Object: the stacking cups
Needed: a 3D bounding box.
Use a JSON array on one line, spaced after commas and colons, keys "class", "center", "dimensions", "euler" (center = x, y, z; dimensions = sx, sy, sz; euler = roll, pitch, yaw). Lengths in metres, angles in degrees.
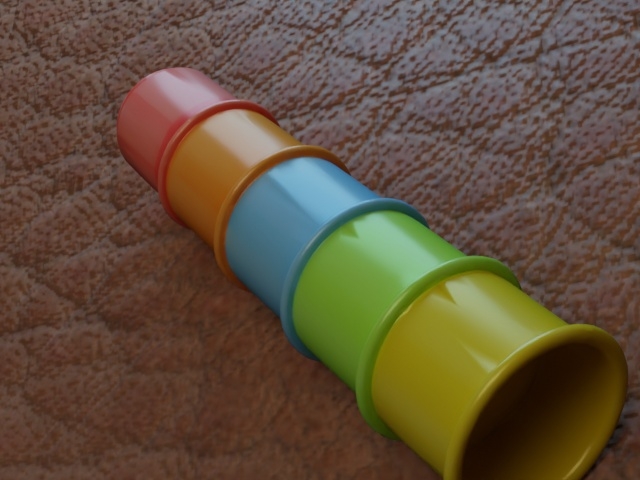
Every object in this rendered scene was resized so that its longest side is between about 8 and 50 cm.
[{"class": "stacking cups", "center": [0.000, 0.000, 0.713], "dimensions": [0.096, 0.096, 0.316], "euler": [-46, 48, -4]}]
